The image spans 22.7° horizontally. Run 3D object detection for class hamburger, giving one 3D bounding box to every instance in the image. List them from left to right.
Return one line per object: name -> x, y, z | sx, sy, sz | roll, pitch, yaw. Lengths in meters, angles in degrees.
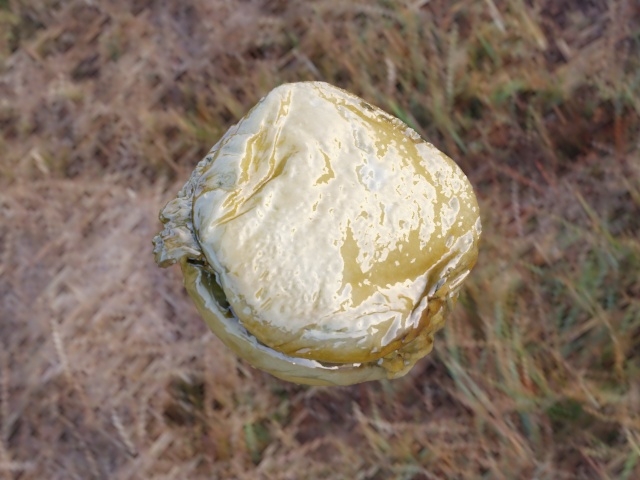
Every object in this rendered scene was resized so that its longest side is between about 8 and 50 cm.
hamburger -> 0.000, 0.000, 0.774 | 0.138, 0.147, 0.083 | -61, 4, -33
